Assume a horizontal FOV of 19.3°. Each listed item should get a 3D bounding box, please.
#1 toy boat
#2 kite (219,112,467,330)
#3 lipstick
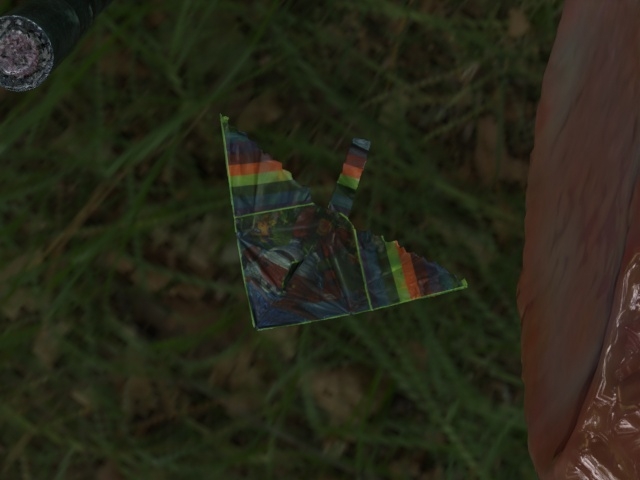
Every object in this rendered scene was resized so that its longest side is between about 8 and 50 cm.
[{"bbox_3d":[0.096,0.004,0.411,0.099,0.318,0.141,20,128,-4],"label":"toy boat"},{"bbox_3d":[0.000,0.000,0.761,0.122,0.004,0.090,29,90,2],"label":"kite"},{"bbox_3d":[-0.183,-0.168,1.377,0.053,0.234,0.053,4,112,11],"label":"lipstick"}]
